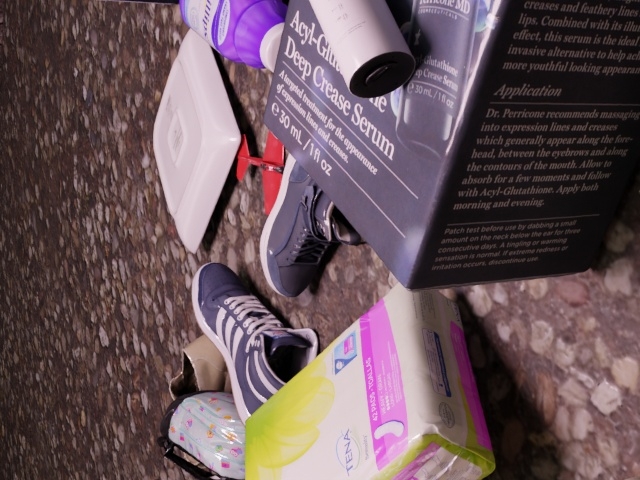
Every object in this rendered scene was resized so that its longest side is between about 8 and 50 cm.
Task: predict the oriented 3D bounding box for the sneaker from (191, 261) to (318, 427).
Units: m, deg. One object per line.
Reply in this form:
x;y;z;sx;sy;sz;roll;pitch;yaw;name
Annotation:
-0.092;0.122;1.388;0.282;0.099;0.153;65;145;25;sneaker

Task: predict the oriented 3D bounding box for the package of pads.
0.038;0.214;1.023;0.296;0.101;0.229;-45;29;28;package of pads

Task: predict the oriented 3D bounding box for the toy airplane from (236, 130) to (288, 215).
-0.084;-0.113;1.408;0.151;0.028;0.151;9;100;59;toy airplane

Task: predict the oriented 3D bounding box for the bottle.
-0.105;-0.306;1.351;0.283;0.092;0.118;46;131;47;bottle

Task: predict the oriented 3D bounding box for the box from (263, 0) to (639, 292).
0.136;-0.203;0.835;0.293;0.211;0.396;51;135;45;box

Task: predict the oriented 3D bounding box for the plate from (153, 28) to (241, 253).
-0.215;-0.166;1.588;0.277;0.045;0.278;117;143;-45;plate

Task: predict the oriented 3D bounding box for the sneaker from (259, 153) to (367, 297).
-0.002;-0.001;1.225;0.163;0.086;0.226;46;131;51;sneaker

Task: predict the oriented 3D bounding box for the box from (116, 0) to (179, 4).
-0.284;-0.600;1.531;0.343;0.178;0.313;-46;54;52;box

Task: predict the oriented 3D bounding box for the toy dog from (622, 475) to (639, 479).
0.239;0.411;0.746;0.395;0.284;0.408;-26;66;20;toy dog

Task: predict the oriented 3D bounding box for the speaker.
0.025;-0.178;0.763;0.055;0.055;0.136;-56;48;48;speaker

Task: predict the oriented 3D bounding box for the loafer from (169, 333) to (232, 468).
-0.200;0.259;1.601;0.102;0.092;0.269;43;130;49;loafer

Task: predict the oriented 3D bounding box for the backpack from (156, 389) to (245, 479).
-0.140;0.290;1.462;0.182;0.151;0.115;21;108;51;backpack
